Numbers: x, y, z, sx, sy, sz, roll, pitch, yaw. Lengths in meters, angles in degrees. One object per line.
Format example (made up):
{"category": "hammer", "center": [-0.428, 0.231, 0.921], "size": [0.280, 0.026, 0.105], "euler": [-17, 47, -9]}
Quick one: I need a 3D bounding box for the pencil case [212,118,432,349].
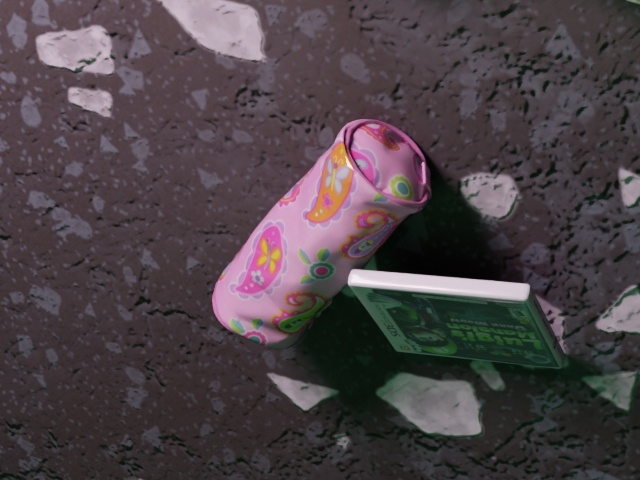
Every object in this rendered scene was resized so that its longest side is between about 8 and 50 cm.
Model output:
{"category": "pencil case", "center": [0.000, 0.000, 1.579], "size": [0.124, 0.124, 0.284], "euler": [41, 127, 0]}

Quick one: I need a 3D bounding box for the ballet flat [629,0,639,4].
{"category": "ballet flat", "center": [0.353, -0.243, 1.279], "size": [0.409, 0.147, 0.147], "euler": [19, 124, 19]}

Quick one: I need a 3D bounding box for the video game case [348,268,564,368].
{"category": "video game case", "center": [0.142, 0.083, 1.555], "size": [0.190, 0.022, 0.173], "euler": [4, 155, 24]}
